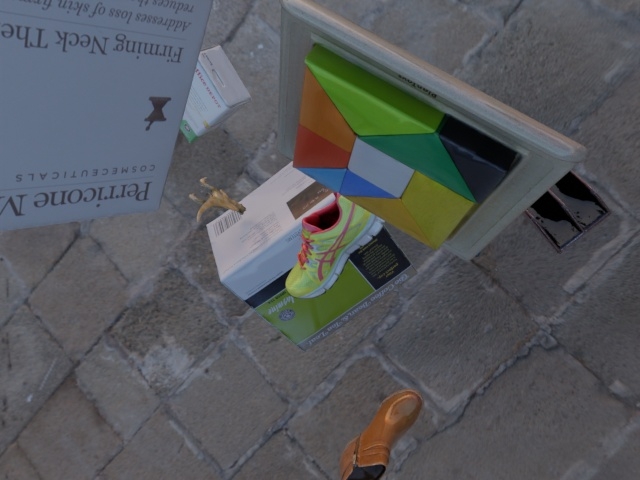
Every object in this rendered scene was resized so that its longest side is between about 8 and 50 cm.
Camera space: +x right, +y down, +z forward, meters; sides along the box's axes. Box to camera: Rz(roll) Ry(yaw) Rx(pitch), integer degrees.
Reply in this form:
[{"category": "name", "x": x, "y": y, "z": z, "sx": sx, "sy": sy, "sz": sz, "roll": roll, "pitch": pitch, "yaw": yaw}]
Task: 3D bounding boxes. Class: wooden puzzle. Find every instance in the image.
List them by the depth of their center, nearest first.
[{"category": "wooden puzzle", "x": 0.056, "y": -0.066, "z": 0.434, "sx": 0.221, "sy": 0.238, "sz": 0.044, "roll": 31, "pitch": 74, "yaw": 6}]

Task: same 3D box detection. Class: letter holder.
[{"category": "letter holder", "x": 0.510, "y": -0.151, "z": 1.290, "sx": 0.152, "sy": 0.214, "sz": 0.301, "roll": -43, "pitch": 46, "yaw": 17}]

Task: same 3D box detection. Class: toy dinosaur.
[{"category": "toy dinosaur", "x": -0.205, "y": -0.079, "z": 1.038, "sx": 0.093, "sy": 0.183, "sz": 0.053, "roll": 32, "pitch": 105, "yaw": 15}]

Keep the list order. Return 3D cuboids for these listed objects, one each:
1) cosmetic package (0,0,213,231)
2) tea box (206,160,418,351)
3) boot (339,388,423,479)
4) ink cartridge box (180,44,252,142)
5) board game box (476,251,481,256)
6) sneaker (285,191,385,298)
[{"category": "cosmetic package", "x": -0.360, "y": -0.259, "z": 0.595, "sx": 0.327, "sy": 0.330, "sz": 0.393, "roll": 38, "pitch": 121, "yaw": 27}, {"category": "tea box", "x": -0.017, "y": 0.021, "z": 1.205, "sx": 0.329, "sy": 0.323, "sz": 0.220, "roll": -35, "pitch": 39, "yaw": 6}, {"category": "boot", "x": 0.113, "y": 0.359, "z": 0.947, "sx": 0.073, "sy": 0.152, "sz": 0.197, "roll": 43, "pitch": 97, "yaw": 4}, {"category": "ink cartridge box", "x": -0.294, "y": -0.365, "z": 1.346, "sx": 0.212, "sy": 0.093, "sz": 0.154, "roll": -22, "pitch": 103, "yaw": 49}, {"category": "board game box", "x": 0.387, "y": -0.059, "z": 1.372, "sx": 0.026, "sy": 0.186, "sz": 0.126, "roll": 11, "pitch": 62, "yaw": 47}, {"category": "sneaker", "x": 0.000, "y": 0.000, "z": 0.786, "sx": 0.208, "sy": 0.094, "sz": 0.081, "roll": -51, "pitch": 34, "yaw": 23}]
